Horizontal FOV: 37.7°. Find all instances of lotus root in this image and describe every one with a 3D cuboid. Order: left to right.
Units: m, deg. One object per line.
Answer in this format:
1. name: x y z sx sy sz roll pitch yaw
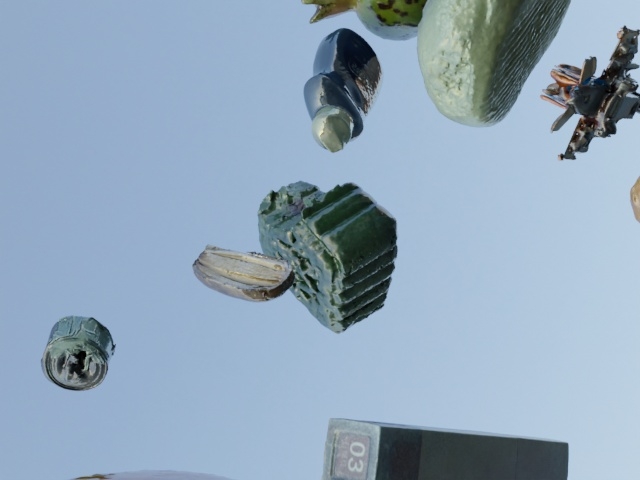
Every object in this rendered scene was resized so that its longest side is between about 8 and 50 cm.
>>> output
1. lotus root: -0.059 0.030 0.733 0.037 0.083 0.030 -63 -29 -31

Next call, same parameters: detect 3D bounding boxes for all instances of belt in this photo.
1. belt: -0.375 0.177 1.448 0.105 0.058 0.140 12 -49 -8

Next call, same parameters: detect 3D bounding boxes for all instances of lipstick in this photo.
1. lipstick: 0.158 0.256 1.078 0.371 0.076 0.079 15 -103 -44

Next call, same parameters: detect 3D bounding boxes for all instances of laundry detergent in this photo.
1. laundry detergent: 0.039 -0.264 1.685 0.143 0.094 0.290 51 -150 -26

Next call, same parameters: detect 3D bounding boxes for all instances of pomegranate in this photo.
1. pomegranate: 0.121 -0.484 1.825 0.286 0.231 0.231 -29 -43 18

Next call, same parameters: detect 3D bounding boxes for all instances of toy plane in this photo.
1. toy plane: 0.282 -0.132 0.886 0.188 0.062 0.135 3 -60 -40

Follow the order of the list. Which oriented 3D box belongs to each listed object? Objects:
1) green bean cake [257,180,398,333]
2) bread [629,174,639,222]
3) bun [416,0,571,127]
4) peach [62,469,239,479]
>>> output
1. green bean cake: 0.000 0.000 1.909 0.169 0.308 0.300 -30 -32 -22
2. bread: 0.561 -0.090 1.333 0.143 0.229 0.139 -56 -42 -40
3. bun: 0.176 -0.228 0.988 0.221 0.108 0.221 -47 -27 -32
4. peach: -0.067 0.245 0.427 0.308 0.308 0.332 -43 -32 -21
